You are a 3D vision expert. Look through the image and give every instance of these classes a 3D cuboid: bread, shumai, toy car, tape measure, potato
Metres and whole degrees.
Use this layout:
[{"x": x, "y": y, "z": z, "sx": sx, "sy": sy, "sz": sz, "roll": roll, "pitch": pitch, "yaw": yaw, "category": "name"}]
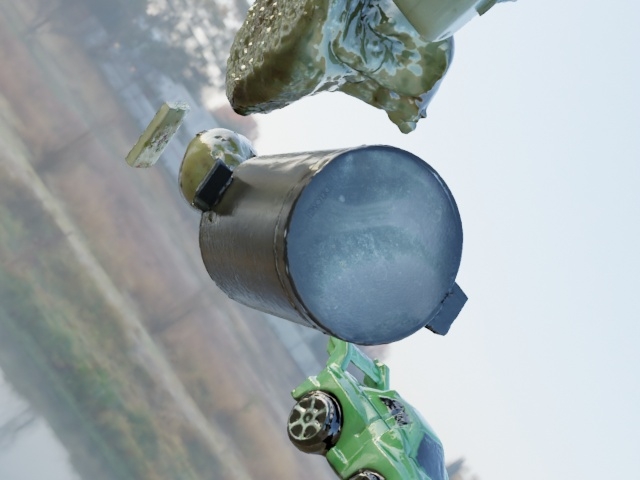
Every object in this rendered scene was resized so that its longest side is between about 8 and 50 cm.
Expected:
[{"x": -0.304, "y": -0.198, "z": 2.079, "sx": 0.028, "sy": 0.154, "sz": 0.068, "roll": 47, "pitch": 23, "yaw": 20, "category": "bread"}, {"x": 0.046, "y": -0.318, "z": 1.795, "sx": 0.323, "sy": 0.324, "sz": 0.397, "roll": 21, "pitch": -19, "yaw": -20, "category": "shumai"}, {"x": 0.088, "y": 0.308, "z": 1.639, "sx": 0.213, "sy": 0.176, "sz": 0.359, "roll": 46, "pitch": 0, "yaw": -42, "category": "toy car"}, {"x": 0.225, "y": -0.377, "z": 1.464, "sx": 0.125, "sy": 0.246, "sz": 0.243, "roll": 54, "pitch": -42, "yaw": 1, "category": "tape measure"}, {"x": -0.185, "y": -0.122, "z": 2.032, "sx": 0.165, "sy": 0.165, "sz": 0.262, "roll": 56, "pitch": -1, "yaw": -6, "category": "potato"}]

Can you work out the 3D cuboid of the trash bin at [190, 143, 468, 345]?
[{"x": 0.000, "y": 0.000, "z": 1.241, "sx": 0.252, "sy": 0.203, "sz": 0.301, "roll": 38, "pitch": -12, "yaw": -21, "category": "trash bin"}]
